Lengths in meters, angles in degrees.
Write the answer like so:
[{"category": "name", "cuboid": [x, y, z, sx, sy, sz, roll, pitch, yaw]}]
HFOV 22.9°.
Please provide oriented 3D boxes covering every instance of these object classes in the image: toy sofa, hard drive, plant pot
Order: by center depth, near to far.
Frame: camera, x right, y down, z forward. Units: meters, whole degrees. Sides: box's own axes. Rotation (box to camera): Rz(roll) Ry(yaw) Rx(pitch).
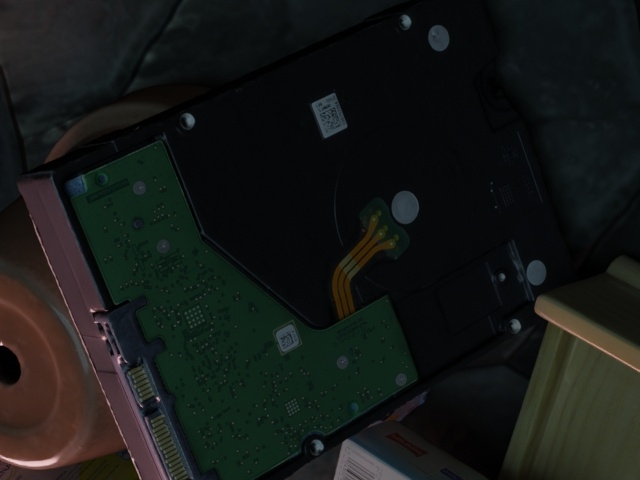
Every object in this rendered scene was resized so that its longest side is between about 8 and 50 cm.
[{"category": "hard drive", "cuboid": [0.000, 0.000, 1.016, 0.064, 0.339, 0.237, -3, 112, 57]}, {"category": "plant pot", "cuboid": [-0.141, 0.044, 1.088, 0.263, 0.229, 0.263, 12, 114, 28]}, {"category": "toy sofa", "cuboid": [0.208, 0.203, 1.121, 0.150, 0.177, 0.362, 30, 118, 33]}]

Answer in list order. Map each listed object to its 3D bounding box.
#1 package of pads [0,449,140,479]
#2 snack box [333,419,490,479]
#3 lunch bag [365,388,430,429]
[{"category": "package of pads", "cuboid": [-0.209, 0.277, 1.220, 0.101, 0.229, 0.296, 18, 112, 11]}, {"category": "snack box", "cuboid": [0.067, 0.311, 1.110, 0.187, 0.060, 0.322, 29, 117, 37]}, {"category": "lunch bag", "cuboid": [0.032, 0.104, 1.179, 0.083, 0.053, 0.071, 45, 121, -6]}]
